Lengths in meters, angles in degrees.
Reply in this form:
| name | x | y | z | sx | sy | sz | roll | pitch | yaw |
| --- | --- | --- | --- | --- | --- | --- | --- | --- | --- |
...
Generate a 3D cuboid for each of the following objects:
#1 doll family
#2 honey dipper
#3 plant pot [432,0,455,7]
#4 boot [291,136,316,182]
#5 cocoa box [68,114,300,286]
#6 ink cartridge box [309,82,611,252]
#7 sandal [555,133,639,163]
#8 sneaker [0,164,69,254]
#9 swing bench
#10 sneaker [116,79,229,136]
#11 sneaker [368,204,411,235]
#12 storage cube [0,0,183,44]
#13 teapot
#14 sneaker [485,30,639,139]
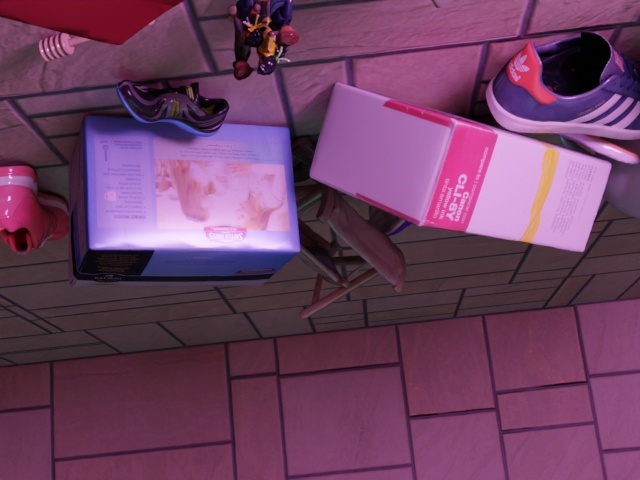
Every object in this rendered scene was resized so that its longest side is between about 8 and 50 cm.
| name | x | y | z | sx | sy | sz | roll | pitch | yaw |
| --- | --- | --- | --- | --- | --- | --- | --- | --- | --- |
| doll family | -0.071 | -0.261 | 1.162 | 0.076 | 0.111 | 0.193 | -3 | 163 | -8 |
| honey dipper | -0.287 | -0.266 | 1.225 | 0.160 | 0.030 | 0.030 | -13 | 162 | 13 |
| plant pot | 0.144 | -0.334 | 1.013 | 0.109 | 0.109 | 0.096 | -17 | 148 | 34 |
| boot | -0.041 | -0.145 | 1.700 | 0.106 | 0.037 | 0.114 | -28 | 159 | 23 |
| cocoa box | -0.235 | -0.056 | 1.590 | 0.347 | 0.231 | 0.228 | 1 | 162 | -21 |
| ink cartridge box | 0.224 | -0.109 | 1.490 | 0.384 | 0.160 | 0.279 | 8 | -168 | -39 |
| sandal | 0.396 | -0.203 | 1.517 | 0.265 | 0.076 | 0.102 | 24 | -169 | 6 |
| sneaker | -0.546 | -0.030 | 1.745 | 0.116 | 0.136 | 0.314 | -5 | 164 | 2 |
| swing bench | 0.000 | 0.000 | 1.845 | 0.254 | 0.165 | 0.253 | -20 | 132 | 33 |
| sneaker | -0.217 | -0.209 | 1.405 | 0.188 | 0.067 | 0.078 | 11 | 136 | -40 |
| sneaker | 0.210 | -0.076 | 1.908 | 0.146 | 0.102 | 0.293 | 2 | 162 | -26 |
| storage cube | -0.207 | -0.301 | 0.816 | 0.183 | 0.215 | 0.193 | -20 | 164 | 39 |
| teapot | 0.570 | -0.167 | 1.583 | 0.256 | 0.252 | 0.187 | -24 | 125 | -5 |
| sneaker | 0.427 | -0.238 | 1.402 | 0.350 | 0.131 | 0.148 | -7 | 151 | -20 |
